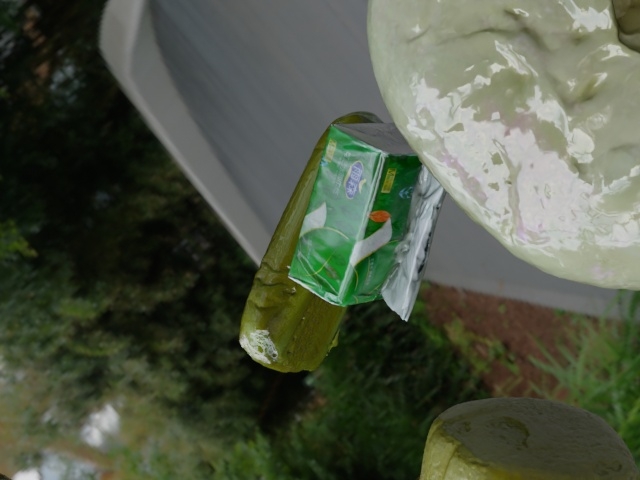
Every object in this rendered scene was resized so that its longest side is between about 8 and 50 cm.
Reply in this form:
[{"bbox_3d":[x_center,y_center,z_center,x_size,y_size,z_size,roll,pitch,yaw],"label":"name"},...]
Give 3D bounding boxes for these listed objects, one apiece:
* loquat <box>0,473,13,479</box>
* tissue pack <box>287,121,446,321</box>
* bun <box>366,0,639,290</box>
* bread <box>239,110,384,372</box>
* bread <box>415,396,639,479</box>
[{"bbox_3d":[-0.287,0.241,0.756,0.213,0.213,0.213,48,174,7],"label":"loquat"},{"bbox_3d":[0.083,-0.023,1.357,0.156,0.209,0.148,31,-156,34],"label":"tissue pack"},{"bbox_3d":[0.216,-0.146,0.750,0.361,0.361,0.213,49,158,1],"label":"bun"},{"bbox_3d":[0.000,0.000,1.543,0.112,0.383,0.166,17,167,34],"label":"bread"},{"bbox_3d":[0.245,0.286,1.305,0.270,0.270,0.148,-141,54,-61],"label":"bread"}]
